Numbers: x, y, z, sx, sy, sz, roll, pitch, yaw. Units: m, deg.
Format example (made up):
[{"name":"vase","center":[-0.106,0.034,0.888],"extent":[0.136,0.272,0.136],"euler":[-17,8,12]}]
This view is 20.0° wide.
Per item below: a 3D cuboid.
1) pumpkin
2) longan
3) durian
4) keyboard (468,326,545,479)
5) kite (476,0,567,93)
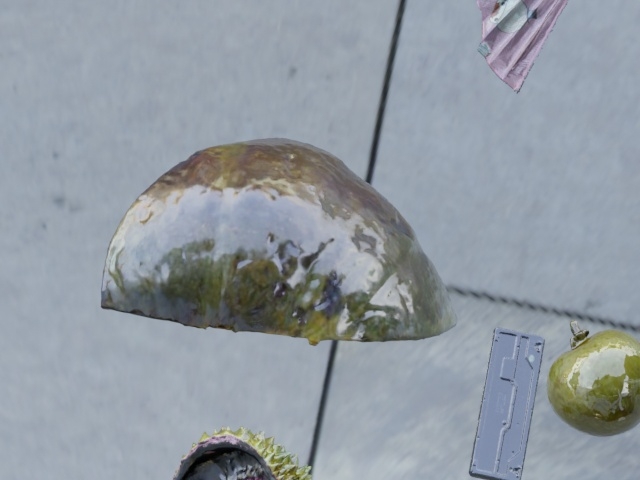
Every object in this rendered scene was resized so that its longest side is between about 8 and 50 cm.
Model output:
[{"name":"pumpkin","center":[0.000,0.000,1.411],"extent":[0.312,0.169,0.148],"euler":[-5,100,-45]},{"name":"longan","center":[0.186,0.091,1.217],"extent":[0.075,0.075,0.083],"euler":[-25,68,-12]},{"name":"durian","center":[-0.074,0.257,1.935],"extent":[0.187,0.108,0.119],"euler":[-23,72,33]},{"name":"keyboard","center":[0.180,0.159,1.751],"extent":[0.053,0.010,0.155],"euler":[12,68,3]},{"name":"kite","center":[0.044,-0.113,0.619],"extent":[0.153,0.005,0.137],"euler":[-18,80,8]}]
